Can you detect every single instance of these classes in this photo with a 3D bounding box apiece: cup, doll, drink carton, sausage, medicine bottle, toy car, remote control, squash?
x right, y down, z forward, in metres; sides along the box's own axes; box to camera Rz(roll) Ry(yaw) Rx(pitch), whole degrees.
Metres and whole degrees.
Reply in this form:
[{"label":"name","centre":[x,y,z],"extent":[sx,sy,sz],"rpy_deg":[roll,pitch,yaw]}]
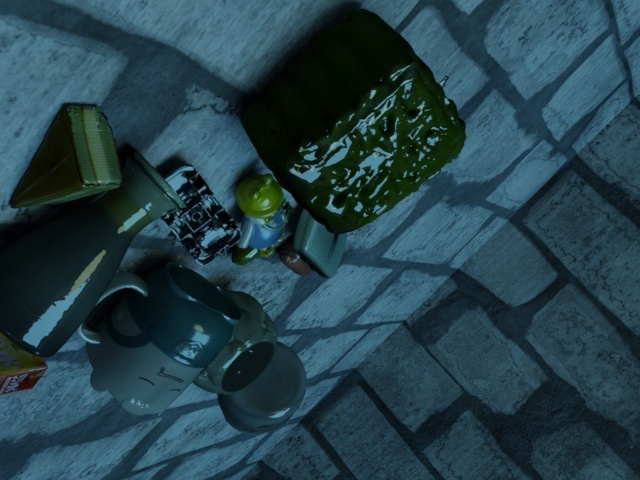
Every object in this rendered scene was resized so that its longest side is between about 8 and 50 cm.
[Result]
[{"label":"cup","centre":[-0.334,0.172,1.493],"extent":[0.257,0.219,0.290],"rpy_deg":[-46,127,12]},{"label":"doll","centre":[-0.120,-0.055,1.530],"extent":[0.135,0.098,0.241],"rpy_deg":[-22,157,-12]},{"label":"drink carton","centre":[-0.578,0.209,1.267],"extent":[0.071,0.096,0.223],"rpy_deg":[-48,157,20]},{"label":"sausage","centre":[-0.058,0.046,1.893],"extent":[0.062,0.062,0.154],"rpy_deg":[-41,159,1]},{"label":"medicine bottle","centre":[-0.180,0.441,2.232],"extent":[0.245,0.245,0.306],"rpy_deg":[-32,165,-23]},{"label":"toy car","centre":[-0.226,-0.052,1.328],"extent":[0.097,0.100,0.191],"rpy_deg":[-38,126,-8]},{"label":"remote control","centre":[0.000,0.000,1.847],"extent":[0.296,0.056,0.140],"rpy_deg":[48,57,-69]},{"label":"squash","centre":[-0.126,-0.013,1.674],"extent":[0.183,0.052,0.052],"rpy_deg":[-45,159,6]}]

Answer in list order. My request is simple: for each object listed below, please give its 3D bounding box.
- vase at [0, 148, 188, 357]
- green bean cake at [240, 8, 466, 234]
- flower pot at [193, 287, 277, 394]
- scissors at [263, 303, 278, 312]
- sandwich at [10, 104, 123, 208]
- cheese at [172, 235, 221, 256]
[{"label":"vase","centre":[-0.361,0.009,1.164],"extent":[0.321,0.173,0.173],"rpy_deg":[-45,160,-6]},{"label":"green bean cake","centre":[0.075,-0.187,1.326],"extent":[0.335,0.218,0.319],"rpy_deg":[-39,141,12]},{"label":"flower pot","centre":[-0.226,0.228,1.756],"extent":[0.246,0.195,0.246],"rpy_deg":[-35,151,-23]},{"label":"scissors","centre":[-0.265,0.249,1.993],"extent":[0.383,0.029,0.256],"rpy_deg":[-20,150,-41]},{"label":"sandwich","centre":[-0.370,-0.115,1.078],"extent":[0.163,0.113,0.079],"rpy_deg":[-12,178,33]},{"label":"cheese","centre":[-0.240,0.000,1.516],"extent":[0.086,0.036,0.162],"rpy_deg":[-48,159,16]}]
